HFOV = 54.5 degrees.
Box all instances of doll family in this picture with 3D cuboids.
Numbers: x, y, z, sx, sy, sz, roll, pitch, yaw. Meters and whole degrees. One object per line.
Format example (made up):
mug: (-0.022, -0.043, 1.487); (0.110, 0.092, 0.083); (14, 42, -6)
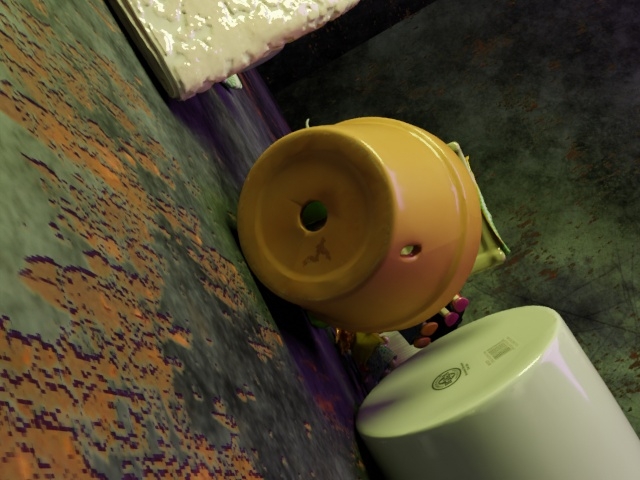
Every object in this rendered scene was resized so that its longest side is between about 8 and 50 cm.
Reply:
doll family: (0.106, 0.128, 1.018); (0.118, 0.263, 0.163); (13, 24, -45)

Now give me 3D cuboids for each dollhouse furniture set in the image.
dollhouse furniture set: (0.111, -0.002, 0.961); (0.151, 0.302, 0.197); (24, 46, -74)

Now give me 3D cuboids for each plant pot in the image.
plant pot: (0.034, -0.024, 0.771); (0.290, 0.291, 0.203); (62, 21, 15)

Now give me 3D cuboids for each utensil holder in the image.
utensil holder: (0.268, 0.327, 0.819); (0.385, 0.328, 0.327); (58, 5, -2)

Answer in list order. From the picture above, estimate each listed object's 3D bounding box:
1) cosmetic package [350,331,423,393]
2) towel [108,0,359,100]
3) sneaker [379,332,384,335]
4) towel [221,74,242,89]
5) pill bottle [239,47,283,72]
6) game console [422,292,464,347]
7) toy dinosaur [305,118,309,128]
cosmetic package: (0.159, 0.275, 1.087); (0.107, 0.127, 0.238); (55, 9, -55)
towel: (-0.135, -0.389, 0.805); (0.317, 0.332, 0.053); (59, -26, -13)
sneaker: (0.075, 0.121, 1.188); (0.112, 0.121, 0.299); (37, -18, 43)
towel: (-0.277, -0.475, 1.407); (0.247, 0.038, 0.325); (62, 5, 3)
pill bottle: (-0.196, -0.502, 1.255); (0.301, 0.169, 0.169); (62, 5, -7)
game console: (0.224, 0.182, 1.536); (0.342, 0.060, 0.386); (-116, -151, -46)
toy dinosaur: (0.007, -0.082, 1.272); (0.313, 0.160, 0.121); (53, 6, 0)
